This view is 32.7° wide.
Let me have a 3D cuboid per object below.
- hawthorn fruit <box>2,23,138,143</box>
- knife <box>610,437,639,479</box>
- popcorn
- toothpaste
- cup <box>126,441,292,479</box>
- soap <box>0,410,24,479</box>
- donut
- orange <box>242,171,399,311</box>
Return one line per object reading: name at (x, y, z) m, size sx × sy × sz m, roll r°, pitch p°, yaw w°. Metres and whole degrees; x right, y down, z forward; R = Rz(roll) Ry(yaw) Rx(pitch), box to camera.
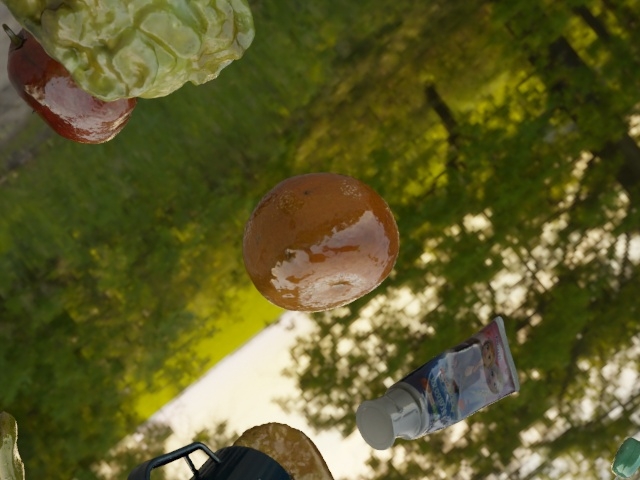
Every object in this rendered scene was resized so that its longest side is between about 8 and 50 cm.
hawthorn fruit at (-0.441, -0.298, 1.906) m, size 0.224 × 0.261 × 0.224 m, roll -45°, pitch -147°, yaw 42°
knife at (0.439, 0.322, 1.577) m, size 0.063 × 0.034 × 0.260 m, roll -60°, pitch 162°, yaw -10°
popcorn at (-0.251, -0.327, 1.400) m, size 0.312 × 0.312 × 0.312 m, roll -39°, pitch 178°, yaw -2°
toothpaste at (0.148, 0.167, 1.252) m, size 0.061 × 0.096 × 0.266 m, roll -10°, pitch -174°, yaw 45°
cup at (-0.111, 0.274, 1.070) m, size 0.131 × 0.176 × 0.155 m, roll -27°, pitch -168°, yaw 32°
soap at (-0.514, 0.349, 1.784) m, size 0.045 × 0.140 × 0.089 m, roll -5°, pitch -152°, yaw -9°
donut at (-0.061, 0.336, 1.458) m, size 0.162 × 0.178 × 0.065 m, roll -13°, pitch 163°, yaw -31°
orange at (0.000, 0.000, 1.531) m, size 0.224 × 0.170 × 0.224 m, roll -11°, pitch 151°, yaw -6°
